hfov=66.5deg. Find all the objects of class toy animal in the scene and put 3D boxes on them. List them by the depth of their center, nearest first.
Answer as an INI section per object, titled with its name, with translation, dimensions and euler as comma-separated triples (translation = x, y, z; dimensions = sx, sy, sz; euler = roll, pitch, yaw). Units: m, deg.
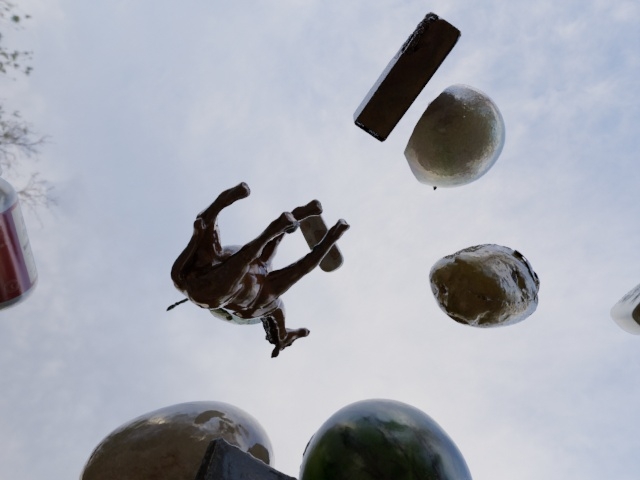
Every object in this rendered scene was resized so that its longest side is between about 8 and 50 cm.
[toy animal]
translation = -0.053, 0.049, 0.488
dimensions = 0.230, 0.224, 0.066
euler = -50, -128, 30

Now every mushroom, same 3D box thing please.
[mushroom]
translation = -0.259, 0.470, 0.918
dimensions = 0.362, 0.362, 0.295
euler = -35, -122, 30

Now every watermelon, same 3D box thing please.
[watermelon]
translation = 0.124, 0.483, 0.937
dimensions = 0.363, 0.363, 0.364
euler = 8, -71, 24

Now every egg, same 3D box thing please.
[egg]
translation = 0.317, -0.260, 1.147
dimensions = 0.206, 0.161, 0.271
euler = 22, -92, 33

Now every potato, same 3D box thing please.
[potato]
translation = 0.198, 0.052, 0.572
dimensions = 0.107, 0.170, 0.080
euler = 53, -47, 40

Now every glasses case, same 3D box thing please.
[glasses case]
translation = 0.000, 0.000, 1.167
dimensions = 0.063, 0.041, 0.164
euler = -29, -105, 9

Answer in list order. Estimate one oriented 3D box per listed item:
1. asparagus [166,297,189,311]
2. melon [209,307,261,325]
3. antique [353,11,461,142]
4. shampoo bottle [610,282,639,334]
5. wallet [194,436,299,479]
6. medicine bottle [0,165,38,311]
[asparagus]
translation = -0.377, 0.168, 1.360
dimensions = 0.015, 0.114, 0.014
euler = 25, -42, 66
[melon]
translation = -0.161, 0.121, 1.011
dimensions = 0.064, 0.209, 0.118
euler = 18, -91, 30
[antique]
translation = 0.203, -0.394, 1.177
dimensions = 0.093, 0.087, 0.310
euler = 31, -64, -14
[shampoo bottle]
translation = 0.597, 0.103, 0.840
dimensions = 0.153, 0.284, 0.071
euler = -44, -108, 10
[wallet]
translation = -0.128, 0.440, 0.647
dimensions = 0.170, 0.321, 0.044
euler = 29, -56, -8
[medicine bottle]
translation = -0.549, -0.012, 0.786
dimensions = 0.131, 0.131, 0.250
euler = 19, -57, 20
